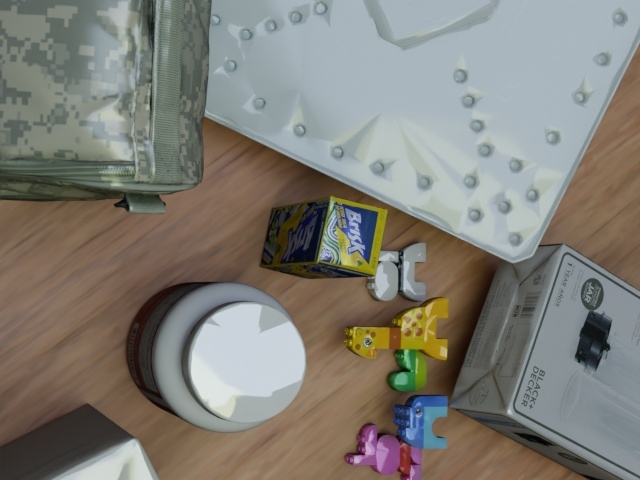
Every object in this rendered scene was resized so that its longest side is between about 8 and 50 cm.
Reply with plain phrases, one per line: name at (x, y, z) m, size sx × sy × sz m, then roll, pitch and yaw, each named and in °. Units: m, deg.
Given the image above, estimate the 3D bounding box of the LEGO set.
LEGO set at (0.060, 0.112, 1.155) m, size 0.093 × 0.087 × 0.227 m, roll 2°, pitch 86°, yaw -18°

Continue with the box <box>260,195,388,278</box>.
box at (0.000, 0.000, 1.096) m, size 0.054 × 0.169 × 0.059 m, roll 13°, pitch 84°, yaw -17°

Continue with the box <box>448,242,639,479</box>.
box at (0.275, 0.140, 1.185) m, size 0.290 × 0.087 × 0.169 m, roll 28°, pitch 73°, yaw -26°

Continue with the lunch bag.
lunch bag at (-0.185, -0.176, 0.965) m, size 0.213 × 0.256 × 0.305 m, roll 2°, pitch 92°, yaw -44°

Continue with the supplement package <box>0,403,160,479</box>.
supplement package at (-0.198, 0.247, 0.959) m, size 0.175 × 0.293 × 0.177 m, roll -27°, pitch 96°, yaw -16°

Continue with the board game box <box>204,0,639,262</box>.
board game box at (0.090, -0.234, 1.115) m, size 0.390 × 0.050 × 0.390 m, roll 26°, pitch 94°, yaw -3°

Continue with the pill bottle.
pill bottle at (-0.085, 0.094, 1.041) m, size 0.121 × 0.216 × 0.121 m, roll 1°, pitch 88°, yaw -18°
